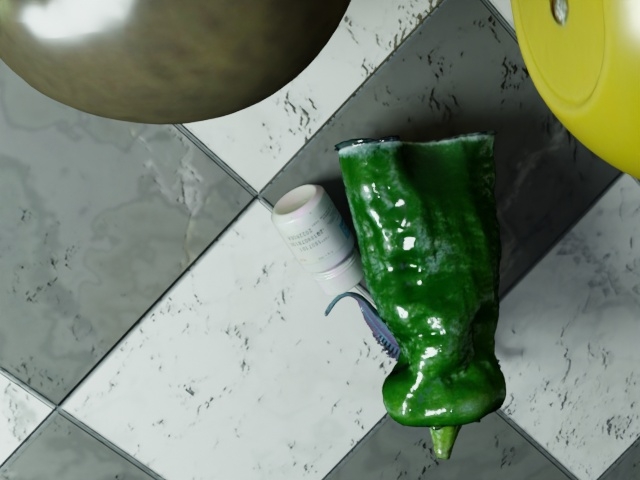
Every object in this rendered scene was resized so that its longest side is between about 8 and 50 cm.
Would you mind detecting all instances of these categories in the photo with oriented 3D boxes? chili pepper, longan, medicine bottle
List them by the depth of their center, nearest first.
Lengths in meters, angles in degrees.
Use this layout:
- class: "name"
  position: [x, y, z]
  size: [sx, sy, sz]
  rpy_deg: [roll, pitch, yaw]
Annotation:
- class: "longan"
  position: [-0.099, -0.194, 0.701]
  size: [0.258, 0.258, 0.258]
  rpy_deg: [-6, 112, -16]
- class: "chili pepper"
  position: [0.094, 0.047, 0.904]
  size: [0.136, 0.099, 0.270]
  rpy_deg: [-6, 88, -35]
- class: "medicine bottle"
  position: [0.000, 0.000, 0.916]
  size: [0.052, 0.052, 0.089]
  rpy_deg: [-34, 117, -3]

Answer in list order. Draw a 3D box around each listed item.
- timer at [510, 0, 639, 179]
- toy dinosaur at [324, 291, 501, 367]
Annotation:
- class: "timer"
  position: [0.345, -0.203, 0.782]
  size: [0.387, 0.376, 0.376]
  rpy_deg: [-14, 114, -7]
- class: "toy dinosaur"
  position: [0.093, 0.078, 0.981]
  size: [0.197, 0.045, 0.080]
  rpy_deg: [21, 98, -28]
